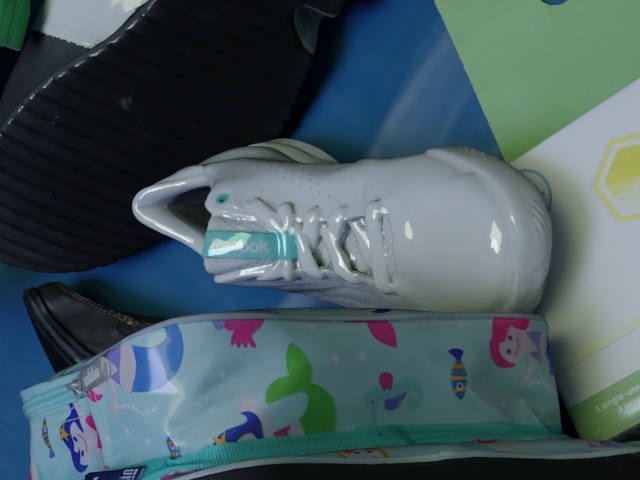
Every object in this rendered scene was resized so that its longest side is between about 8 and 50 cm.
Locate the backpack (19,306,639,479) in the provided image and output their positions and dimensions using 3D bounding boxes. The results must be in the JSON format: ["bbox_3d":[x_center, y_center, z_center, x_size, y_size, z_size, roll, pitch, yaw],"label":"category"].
[{"bbox_3d":[-0.021,0.129,0.608,0.253,0.225,0.191,-36,59,50],"label":"backpack"}]

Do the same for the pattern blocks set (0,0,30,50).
[{"bbox_3d":[-0.228,-0.070,0.860,0.325,0.026,0.285,-36,47,45],"label":"pattern blocks set"}]

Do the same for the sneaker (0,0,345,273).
[{"bbox_3d":[-0.065,-0.131,0.779,0.330,0.122,0.146,-50,40,18],"label":"sneaker"}]

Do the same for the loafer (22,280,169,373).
[{"bbox_3d":[-0.086,0.063,0.785,0.061,0.062,0.170,-35,46,-20],"label":"loafer"}]

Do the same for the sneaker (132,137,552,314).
[{"bbox_3d":[0.000,0.000,0.675,0.212,0.094,0.080,10,103,53],"label":"sneaker"}]

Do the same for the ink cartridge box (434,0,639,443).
[{"bbox_3d":[0.137,-0.057,0.647,0.171,0.056,0.235,-33,65,26],"label":"ink cartridge box"}]
